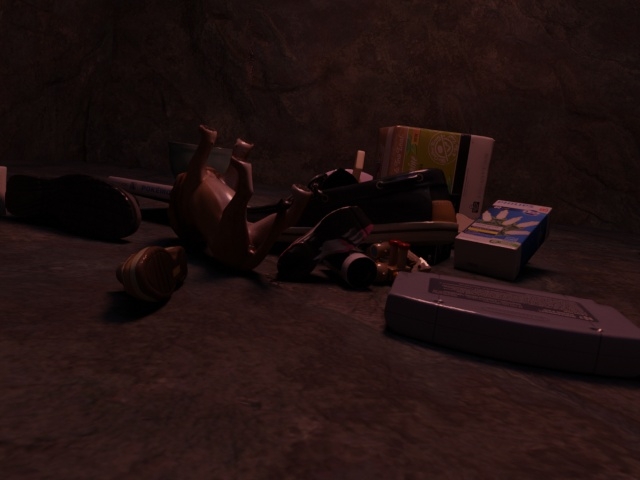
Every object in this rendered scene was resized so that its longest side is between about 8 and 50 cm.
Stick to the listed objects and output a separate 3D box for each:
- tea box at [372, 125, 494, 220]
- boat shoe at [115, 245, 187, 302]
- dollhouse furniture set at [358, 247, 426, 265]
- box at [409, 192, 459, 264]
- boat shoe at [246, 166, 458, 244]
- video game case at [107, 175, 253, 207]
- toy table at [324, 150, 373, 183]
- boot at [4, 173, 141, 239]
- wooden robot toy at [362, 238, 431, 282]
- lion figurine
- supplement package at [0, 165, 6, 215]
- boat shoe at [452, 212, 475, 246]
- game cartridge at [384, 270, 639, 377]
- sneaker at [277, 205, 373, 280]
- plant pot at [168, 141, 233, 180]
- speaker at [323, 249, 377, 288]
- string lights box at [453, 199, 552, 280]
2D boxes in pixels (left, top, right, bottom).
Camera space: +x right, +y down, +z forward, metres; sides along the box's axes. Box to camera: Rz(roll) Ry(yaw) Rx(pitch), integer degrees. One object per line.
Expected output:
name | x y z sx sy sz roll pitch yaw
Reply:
tea box | 0.344 -0.187 1.634 0.323 0.329 0.220 4 10 -9
boat shoe | -0.224 0.043 0.638 0.072 0.068 0.190 -6 0 -2
dollhouse furniture set | 0.149 0.030 1.100 0.076 0.058 0.152 8 25 -47
box | 0.252 -0.036 1.169 0.093 0.156 0.158 10 9 27
boat shoe | 0.029 -0.065 1.036 0.500 0.156 0.187 -1 -3 26
video game case | -0.340 -0.107 1.351 0.300 0.036 0.329 11 -1 24
toy table | 0.118 -0.188 1.856 0.274 0.252 0.161 -2 -7 -4
boot | -0.459 -0.081 1.063 0.338 0.118 0.223 15 6 22
wooden robot toy | 0.108 0.040 0.873 0.079 0.076 0.173 -10 16 -28
lion figurine | -0.168 -0.045 0.877 0.142 0.240 0.392 14 19 -31
supplement package | -0.716 -0.098 0.966 0.105 0.105 0.179 9 10 10
boat shoe | 0.415 -0.006 1.386 0.112 0.095 0.335 -34 28 -30
game cartridge | 0.236 0.099 0.647 0.297 0.062 0.198 9 14 13
sneaker | 0.000 0.000 0.845 0.178 0.072 0.077 -28 6 -11
plant pot | -0.422 -0.252 1.869 0.293 0.196 0.293 8 9 -1
speaker | 0.048 0.040 0.860 0.055 0.055 0.136 4 10 -18
string lights box | 0.418 -0.008 1.141 0.133 0.077 0.260 13 30 35
